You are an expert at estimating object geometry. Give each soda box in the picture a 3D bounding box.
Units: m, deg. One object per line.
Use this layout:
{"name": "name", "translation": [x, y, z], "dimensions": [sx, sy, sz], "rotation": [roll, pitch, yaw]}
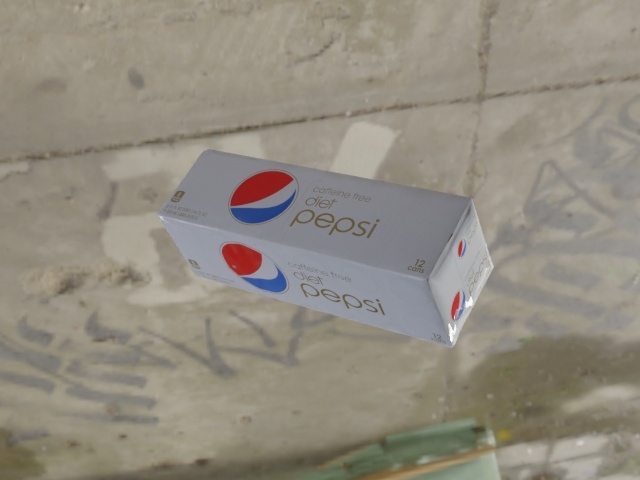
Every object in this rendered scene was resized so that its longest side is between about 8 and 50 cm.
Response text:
{"name": "soda box", "translation": [0.000, 0.000, 0.671], "dimensions": [0.216, 0.069, 0.074], "rotation": [13, 146, 32]}
